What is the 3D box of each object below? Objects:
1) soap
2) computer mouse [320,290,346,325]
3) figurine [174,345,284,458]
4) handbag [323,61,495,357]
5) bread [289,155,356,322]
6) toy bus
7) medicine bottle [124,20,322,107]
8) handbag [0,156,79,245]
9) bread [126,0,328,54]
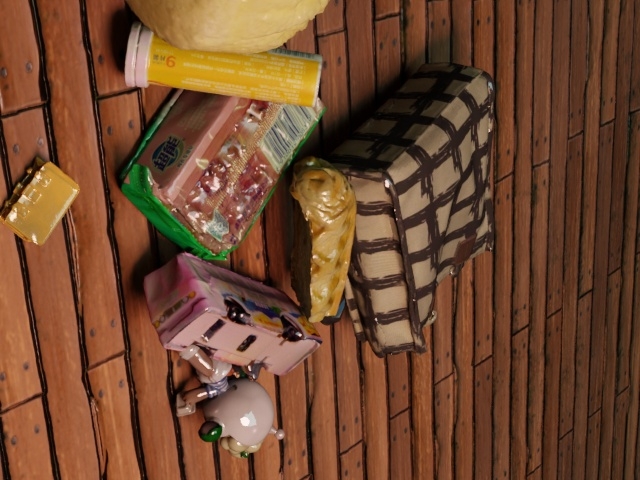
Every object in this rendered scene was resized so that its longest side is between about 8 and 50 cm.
[{"bbox_3d":[-0.108,-0.120,1.342,0.273,0.098,0.218,-58,138,-18],"label":"soap"},{"bbox_3d":[0.000,0.058,1.566,0.079,0.047,0.135,-36,124,-56],"label":"computer mouse"},{"bbox_3d":[-0.131,0.204,1.426,0.197,0.093,0.147,49,30,-17],"label":"figurine"},{"bbox_3d":[0.142,-0.048,1.597,0.325,0.162,0.327,-46,134,-41],"label":"handbag"},{"bbox_3d":[0.000,0.000,1.421,0.088,0.128,0.232,-4,127,-7],"label":"bread"},{"bbox_3d":[-0.111,0.100,1.372,0.090,0.112,0.274,-40,150,14],"label":"toy bus"},{"bbox_3d":[-0.109,-0.196,1.232,0.074,0.218,0.074,-172,-90,-87],"label":"medicine bottle"},{"bbox_3d":[-0.308,-0.042,1.190,0.083,0.027,0.061,-59,139,-16],"label":"handbag"},{"bbox_3d":[-0.089,-0.360,1.131,0.237,0.320,0.320,-21,118,-34],"label":"bread"}]
